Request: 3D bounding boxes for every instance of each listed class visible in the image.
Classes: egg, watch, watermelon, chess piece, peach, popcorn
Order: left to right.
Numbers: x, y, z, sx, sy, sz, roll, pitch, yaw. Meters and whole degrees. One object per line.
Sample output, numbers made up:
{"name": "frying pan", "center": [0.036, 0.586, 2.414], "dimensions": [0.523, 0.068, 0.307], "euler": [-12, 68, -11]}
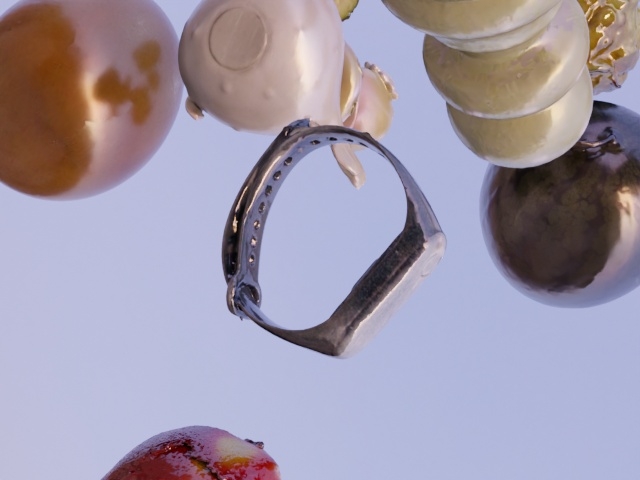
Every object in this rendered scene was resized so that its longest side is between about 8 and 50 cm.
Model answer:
{"name": "egg", "center": [-0.339, -0.214, 1.561], "dimensions": [0.282, 0.351, 0.282], "euler": [18, -39, 16]}
{"name": "peach", "center": [-0.179, 0.295, 1.218], "dimensions": [0.189, 0.279, 0.068], "euler": [47, -17, 37]}
{"name": "watch", "center": [0.000, 0.000, 1.015], "dimensions": [0.193, 0.206, 0.068], "euler": [41, 2, 24]}
{"name": "chess piece", "center": [0.120, -0.145, 0.758], "dimensions": [0.144, 0.144, 0.251], "euler": [45, -7, 34]}
{"name": "popcorn", "center": [0.368, -0.291, 1.652], "dimensions": [0.266, 0.233, 0.192], "euler": [-50, -118, 28]}
{"name": "watermelon", "center": [0.363, -0.052, 1.563], "dimensions": [0.279, 0.279, 0.359], "euler": [55, -18, 23]}

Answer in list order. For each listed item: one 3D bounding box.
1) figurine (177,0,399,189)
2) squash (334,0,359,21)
{"name": "figurine", "center": [-0.002, -0.171, 1.370], "dimensions": [0.226, 0.394, 0.274], "euler": [-32, -109, 16]}
{"name": "squash", "center": [-0.012, -0.349, 1.530], "dimensions": [0.187, 0.123, 0.123], "euler": [-118, -163, -76]}
